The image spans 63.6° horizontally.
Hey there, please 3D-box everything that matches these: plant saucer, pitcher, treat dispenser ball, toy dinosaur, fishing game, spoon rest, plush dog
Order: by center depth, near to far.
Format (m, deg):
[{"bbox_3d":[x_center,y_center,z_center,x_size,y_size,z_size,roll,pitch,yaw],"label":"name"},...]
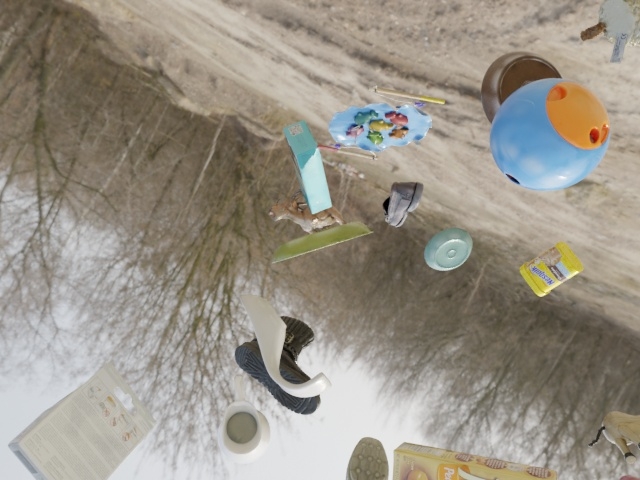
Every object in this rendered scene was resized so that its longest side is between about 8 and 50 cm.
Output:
[{"bbox_3d":[0.107,-0.195,0.934,0.189,0.041,0.264,7,165,-22],"label":"fishing game"},{"bbox_3d":[-0.089,0.207,1.024,0.276,0.084,0.137,43,167,42],"label":"spoon rest"},{"bbox_3d":[0.000,0.000,1.169,0.240,0.037,0.241,-17,180,0],"label":"plant saucer"},{"bbox_3d":[0.303,0.027,1.208,0.119,0.119,0.021,26,-157,-26],"label":"plant saucer"},{"bbox_3d":[-0.181,0.422,1.211,0.125,0.178,0.207,-3,151,-6],"label":"pitcher"},{"bbox_3d":[0.767,-0.548,1.233,0.210,0.225,0.263,-27,89,55],"label":"plush dog"},{"bbox_3d":[0.592,-0.273,1.346,0.288,0.288,0.288,27,-176,-2],"label":"treat dispenser ball"},{"bbox_3d":[0.666,-0.463,1.650,0.310,0.311,0.050,27,173,-8],"label":"plant saucer"},{"bbox_3d":[-0.015,-0.096,1.844,0.295,0.127,0.200,0,-136,-36],"label":"toy dinosaur"}]

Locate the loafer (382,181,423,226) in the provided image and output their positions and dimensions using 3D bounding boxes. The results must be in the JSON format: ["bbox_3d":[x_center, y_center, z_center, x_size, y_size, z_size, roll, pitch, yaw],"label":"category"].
[{"bbox_3d":[0.239,-0.123,1.618,0.095,0.109,0.302,16,166,-2],"label":"loafer"}]

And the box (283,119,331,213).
[{"bbox_3d":[-0.030,-0.180,1.315,0.244,0.060,0.101,74,173,-57],"label":"box"}]

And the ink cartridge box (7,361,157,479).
[{"bbox_3d":[-0.477,0.398,1.060,0.189,0.066,0.232,59,-148,-14],"label":"ink cartridge box"}]

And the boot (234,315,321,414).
[{"bbox_3d":[-0.087,0.402,1.741,0.348,0.131,0.260,35,-149,21],"label":"boot"}]

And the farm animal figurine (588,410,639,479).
[{"bbox_3d":[0.748,0.438,1.054,0.330,0.326,0.172,56,-170,-12],"label":"farm animal figurine"}]

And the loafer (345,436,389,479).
[{"bbox_3d":[0.106,0.639,1.264,0.112,0.112,0.319,12,-143,5],"label":"loafer"}]

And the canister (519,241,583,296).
[{"bbox_3d":[0.787,0.096,1.762,0.073,0.170,0.126,-16,-113,-40],"label":"canister"}]

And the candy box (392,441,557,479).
[{"bbox_3d":[0.303,0.535,1.041,0.316,0.183,0.087,1,174,26],"label":"candy box"}]
